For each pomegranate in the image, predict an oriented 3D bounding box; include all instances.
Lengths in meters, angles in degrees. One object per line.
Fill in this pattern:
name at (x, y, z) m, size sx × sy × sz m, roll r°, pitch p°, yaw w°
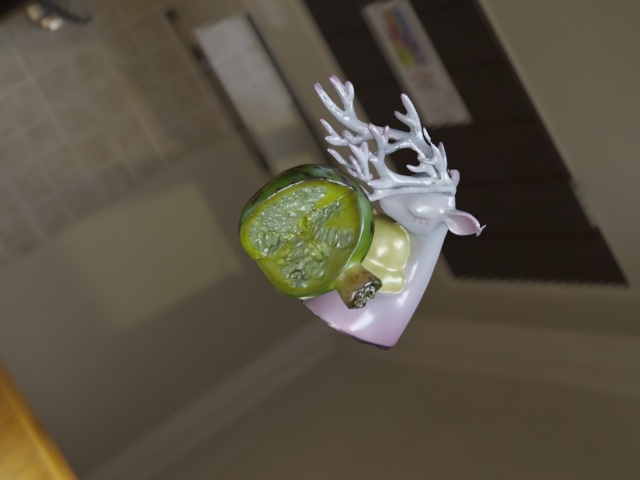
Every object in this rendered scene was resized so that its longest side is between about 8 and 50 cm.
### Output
pomegranate at (0.001, -0.003, 1.994) m, size 0.143 × 0.169 × 0.122 m, roll -51°, pitch 179°, yaw 12°

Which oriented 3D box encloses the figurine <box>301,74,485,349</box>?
figurine at (0.078, -0.034, 2.512) m, size 0.316 × 0.284 × 0.206 m, roll -59°, pitch -155°, yaw 5°
